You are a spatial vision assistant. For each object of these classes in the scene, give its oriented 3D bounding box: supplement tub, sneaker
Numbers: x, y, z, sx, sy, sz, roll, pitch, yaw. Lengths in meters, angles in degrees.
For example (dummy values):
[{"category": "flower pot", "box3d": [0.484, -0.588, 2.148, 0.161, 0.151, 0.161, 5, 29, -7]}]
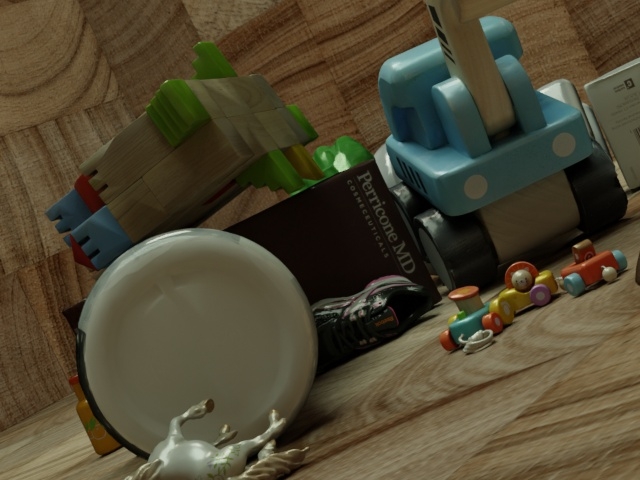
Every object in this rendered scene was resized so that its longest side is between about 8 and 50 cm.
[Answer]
[{"category": "supplement tub", "box3d": [-0.122, 0.096, 1.407, 0.207, 0.207, 0.338, -26, 2, -7]}, {"category": "sneaker", "box3d": [0.046, 0.086, 1.634, 0.178, 0.072, 0.077, -33, 15, -26]}]

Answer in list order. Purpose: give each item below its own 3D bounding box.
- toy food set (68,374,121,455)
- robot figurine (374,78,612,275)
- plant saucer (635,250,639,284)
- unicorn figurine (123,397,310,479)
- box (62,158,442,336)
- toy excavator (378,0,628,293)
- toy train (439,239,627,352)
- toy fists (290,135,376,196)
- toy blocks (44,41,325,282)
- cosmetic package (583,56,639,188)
[{"category": "toy food set", "box3d": [-0.196, 0.174, 1.851, 0.232, 0.104, 0.111, -25, 2, 37]}, {"category": "robot figurine", "box3d": [0.204, -0.080, 2.014, 0.353, 0.199, 0.300, -27, -36, 19]}, {"category": "plant saucer", "box3d": [0.321, -0.014, 1.190, 0.168, 0.029, 0.168, -25, 1, 1]}, {"category": "unicorn figurine", "box3d": [-0.094, 0.170, 1.139, 0.162, 0.060, 0.111, -16, 19, 45]}, {"category": "box", "box3d": [-0.074, 0.074, 1.716, 0.381, 0.191, 0.143, -28, 3, -24]}, {"category": "toy excavator", "box3d": [0.160, -0.172, 1.638, 0.222, 0.445, 0.433, -26, 17, -5]}, {"category": "toy train", "box3d": [0.176, 0.042, 1.313, 0.166, 0.046, 0.125, -26, 1, -15]}, {"category": "toy fists", "box3d": [0.000, 0.000, 1.954, 0.096, 0.279, 0.142, 10, 23, -29]}, {"category": "toy blocks", "box3d": [-0.171, -0.060, 1.630, 0.261, 0.190, 0.381, -37, -2, 15]}, {"category": "cosmetic package", "box3d": [0.448, -0.171, 2.003, 0.151, 0.151, 0.184, -24, 2, 12]}]
